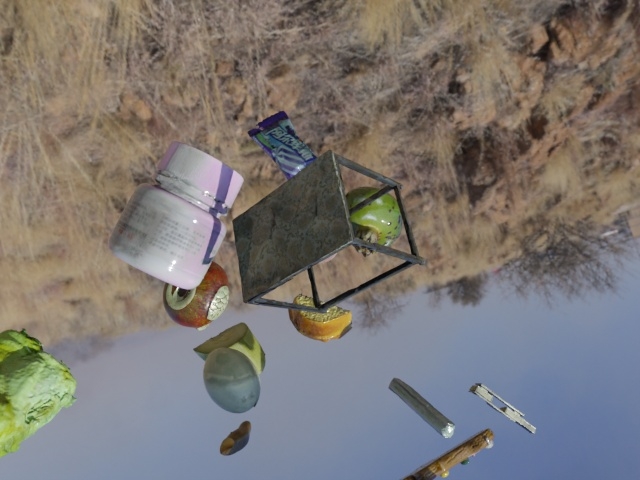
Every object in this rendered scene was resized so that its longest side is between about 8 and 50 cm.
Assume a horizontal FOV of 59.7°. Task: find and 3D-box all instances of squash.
[{"bbox_3d":[-0.345,0.460,2.229,0.236,0.155,0.204,-30,-157,-27],"label":"squash"}]

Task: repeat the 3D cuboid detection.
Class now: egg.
[{"bbox_3d":[-0.314,0.490,1.967,0.186,0.253,0.186,-35,160,-15],"label":"egg"}]

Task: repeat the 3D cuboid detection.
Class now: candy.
[{"bbox_3d":[-0.094,-0.272,1.713,0.145,0.275,0.070,-34,170,-19],"label":"candy"}]

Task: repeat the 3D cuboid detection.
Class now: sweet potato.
[{"bbox_3d":[-0.294,0.724,2.060,0.077,0.077,0.243,-19,178,17],"label":"sweet potato"}]

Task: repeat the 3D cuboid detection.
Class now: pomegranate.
[{"bbox_3d":[0.138,-0.046,1.575,0.202,0.202,0.248,-20,-148,26],"label":"pomegranate"}]

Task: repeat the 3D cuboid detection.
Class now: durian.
[{"bbox_3d":[-0.663,0.319,1.168,0.255,0.205,0.340,-3,-158,21],"label":"durian"}]

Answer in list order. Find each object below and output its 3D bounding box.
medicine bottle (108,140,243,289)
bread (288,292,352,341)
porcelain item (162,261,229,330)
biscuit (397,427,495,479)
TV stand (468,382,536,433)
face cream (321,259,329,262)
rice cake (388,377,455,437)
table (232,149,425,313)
[{"bbox_3d":[-0.362,-0.065,1.431,0.256,0.325,0.256,25,175,2],"label":"medicine bottle"},{"bbox_3d":[-0.012,0.308,2.117,0.260,0.129,0.134,15,-136,10],"label":"bread"},{"bbox_3d":[-0.411,0.186,1.943,0.252,0.253,0.253,-18,175,-2],"label":"porcelain item"},{"bbox_3d":[0.377,0.750,1.821,0.432,0.064,0.283,-30,158,-2],"label":"biscuit"},{"bbox_3d":[0.583,0.535,1.774,0.042,0.249,0.036,-56,-173,-23],"label":"TV stand"},{"bbox_3d":[0.000,0.000,2.097,0.149,0.149,0.104,-17,163,-7],"label":"face cream"},{"bbox_3d":[0.220,0.366,1.238,0.033,0.033,0.207,15,-170,-33],"label":"rice cake"},{"bbox_3d":[0.015,0.001,1.301,0.335,0.222,0.272,-30,150,35],"label":"table"}]
